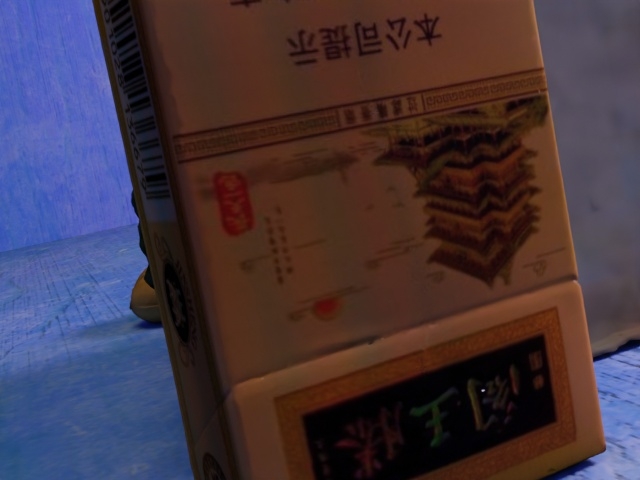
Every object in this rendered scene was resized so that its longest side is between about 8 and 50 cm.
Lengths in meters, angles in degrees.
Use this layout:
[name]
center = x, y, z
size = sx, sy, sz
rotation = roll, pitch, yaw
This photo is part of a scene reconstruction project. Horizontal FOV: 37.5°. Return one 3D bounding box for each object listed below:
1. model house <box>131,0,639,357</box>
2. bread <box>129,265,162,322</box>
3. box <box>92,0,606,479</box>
[model house]
center = 0.017, -0.138, 0.703
size = 0.395, 0.445, 0.400
rotation = -15, 10, -17
[bread]
center = -0.112, 0.036, 1.001
size = 0.189, 0.077, 0.114
rotation = -16, 4, -16
[box]
center = 0.015, -0.018, 0.403
size = 0.174, 0.274, 0.076
rotation = -14, 7, -24
